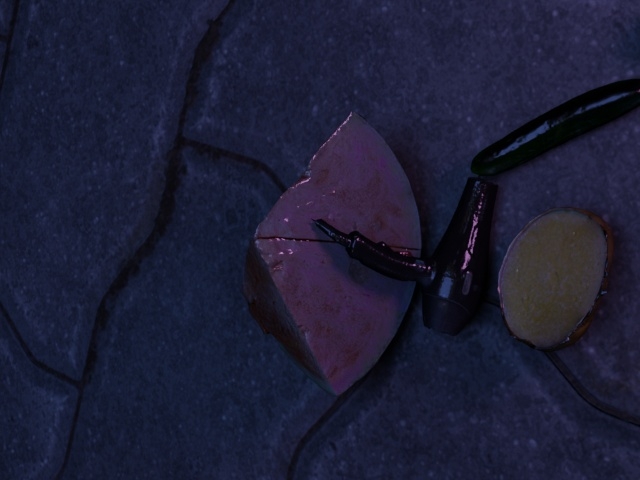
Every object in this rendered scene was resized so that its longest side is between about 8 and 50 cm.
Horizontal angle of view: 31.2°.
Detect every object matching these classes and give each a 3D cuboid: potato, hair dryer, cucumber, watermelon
[{"bbox_3d":[0.332,0.055,1.562,0.164,0.081,0.200,26,99,41],"label":"potato"},{"bbox_3d":[0.121,-0.004,1.620,0.091,0.271,0.236,-169,95,-72],"label":"hair dryer"},{"bbox_3d":[0.331,-0.159,1.587,0.284,0.056,0.056,-25,74,27],"label":"cucumber"},{"bbox_3d":[-0.002,0.012,1.734,0.292,0.319,0.222,-45,23,-17],"label":"watermelon"}]
